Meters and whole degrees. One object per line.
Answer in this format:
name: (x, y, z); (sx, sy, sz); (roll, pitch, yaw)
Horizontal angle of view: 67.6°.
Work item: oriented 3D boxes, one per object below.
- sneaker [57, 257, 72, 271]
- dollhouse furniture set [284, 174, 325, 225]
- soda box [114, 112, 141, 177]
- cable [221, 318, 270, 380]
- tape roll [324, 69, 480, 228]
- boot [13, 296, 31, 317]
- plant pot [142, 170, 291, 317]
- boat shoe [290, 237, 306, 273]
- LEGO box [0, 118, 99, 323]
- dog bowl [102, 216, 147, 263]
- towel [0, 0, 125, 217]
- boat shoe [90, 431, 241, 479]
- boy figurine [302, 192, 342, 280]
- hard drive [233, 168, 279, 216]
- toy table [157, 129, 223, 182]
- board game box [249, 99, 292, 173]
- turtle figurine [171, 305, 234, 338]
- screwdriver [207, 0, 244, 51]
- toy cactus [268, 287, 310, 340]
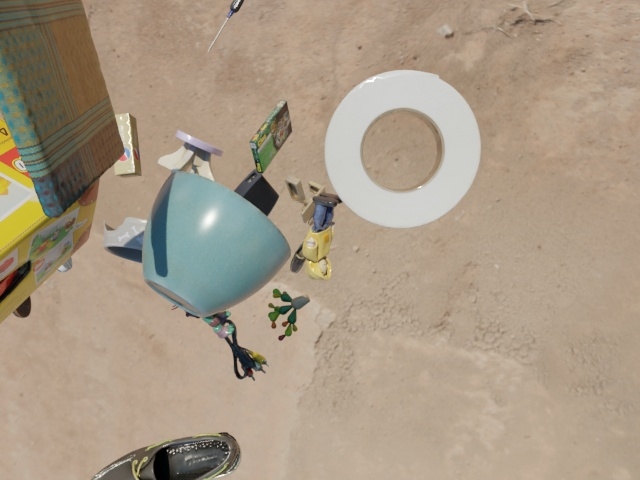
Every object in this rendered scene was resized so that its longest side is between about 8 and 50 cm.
sneaker: (-0.946, 0.007, 1.616); (0.091, 0.094, 0.258); (-33, 95, 7)
dollhouse furniture set: (-0.074, -0.125, 1.610); (0.151, 0.123, 0.144); (27, 158, 22)
soda box: (-0.579, -0.282, 1.423); (0.061, 0.058, 0.181); (-6, 88, 1)
cable: (-0.346, 0.472, 2.038); (0.139, 0.072, 0.287); (-44, 73, 7)
tape roll: (0.203, -0.226, 1.206); (0.392, 0.072, 0.391); (1, 100, 3)
boot: (-0.905, 0.133, 1.344); (0.106, 0.082, 0.219); (-26, 90, 11)
plant pot: (-0.231, 0.034, 0.940); (0.290, 0.195, 0.290); (26, 157, 12)
boat shoe: (-0.083, 0.063, 1.883); (0.056, 0.049, 0.152); (23, 100, 3)
LEGO box: (-0.642, 0.003, 0.678); (0.373, 0.500, 0.193); (30, 132, -5)
dog bowl: (-0.623, 0.018, 1.749); (0.349, 0.349, 0.102); (5, 74, 14)
towel: (-0.343, -0.245, 0.586); (0.040, 0.271, 0.370); (-7, 117, -1)
boat shoe: (-0.233, 0.333, 0.698); (0.228, 0.081, 0.068); (-14, 151, -10)
boy figurine: (0.000, 0.000, 1.486); (0.092, 0.177, 0.285); (15, 109, 20)
hard drive: (-0.263, -0.118, 1.760); (0.054, 0.254, 0.172); (20, 158, 42)
toy table: (-0.504, -0.323, 1.889); (0.252, 0.274, 0.160); (27, 96, 15)
board game box: (-0.171, -0.371, 1.699); (0.030, 0.259, 0.136); (14, 140, 17)
turtle figurine: (-0.344, 0.177, 1.389); (0.118, 0.175, 0.234); (-23, 126, 13)
screwdriver: (-0.238, -0.544, 1.188); (0.025, 0.024, 0.170); (35, 91, -42)
toy cactus: (-0.120, 0.272, 1.874); (0.181, 0.219, 0.112); (-28, 134, 12)
